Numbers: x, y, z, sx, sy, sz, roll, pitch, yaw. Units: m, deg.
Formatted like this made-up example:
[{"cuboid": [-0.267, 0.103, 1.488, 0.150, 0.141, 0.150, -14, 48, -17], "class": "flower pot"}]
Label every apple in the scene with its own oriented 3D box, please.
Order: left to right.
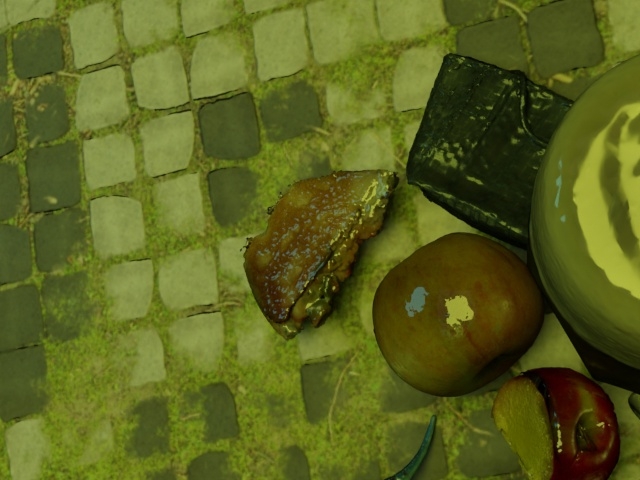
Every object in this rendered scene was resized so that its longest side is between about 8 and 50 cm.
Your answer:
[{"cuboid": [0.139, 0.074, 1.474, 0.182, 0.182, 0.155, -38, 67, 15], "class": "apple"}]

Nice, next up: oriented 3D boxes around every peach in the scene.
[{"cuboid": [0.244, 0.192, 1.438, 0.092, 0.172, 0.127, -2, 94, -13], "class": "peach"}]

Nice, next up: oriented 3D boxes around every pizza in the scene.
[{"cuboid": [0.000, 0.000, 1.605, 0.147, 0.069, 0.226, 37, 96, 44], "class": "pizza"}]

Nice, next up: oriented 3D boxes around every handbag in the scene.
[{"cuboid": [0.214, -0.088, 1.517, 0.270, 0.089, 0.175, 28, 88, 23], "class": "handbag"}]

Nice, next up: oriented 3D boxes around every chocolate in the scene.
[{"cuboid": [0.347, -0.015, 1.292, 0.314, 0.297, 0.326, -28, 89, 7], "class": "chocolate"}]

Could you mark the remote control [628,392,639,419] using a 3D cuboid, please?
[{"cuboid": [0.399, 0.221, 1.426, 0.059, 0.028, 0.212, -44, 70, 9], "class": "remote control"}]

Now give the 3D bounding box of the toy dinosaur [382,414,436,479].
[{"cuboid": [0.023, 0.337, 1.544, 0.329, 0.076, 0.144, -41, 38, 15], "class": "toy dinosaur"}]
